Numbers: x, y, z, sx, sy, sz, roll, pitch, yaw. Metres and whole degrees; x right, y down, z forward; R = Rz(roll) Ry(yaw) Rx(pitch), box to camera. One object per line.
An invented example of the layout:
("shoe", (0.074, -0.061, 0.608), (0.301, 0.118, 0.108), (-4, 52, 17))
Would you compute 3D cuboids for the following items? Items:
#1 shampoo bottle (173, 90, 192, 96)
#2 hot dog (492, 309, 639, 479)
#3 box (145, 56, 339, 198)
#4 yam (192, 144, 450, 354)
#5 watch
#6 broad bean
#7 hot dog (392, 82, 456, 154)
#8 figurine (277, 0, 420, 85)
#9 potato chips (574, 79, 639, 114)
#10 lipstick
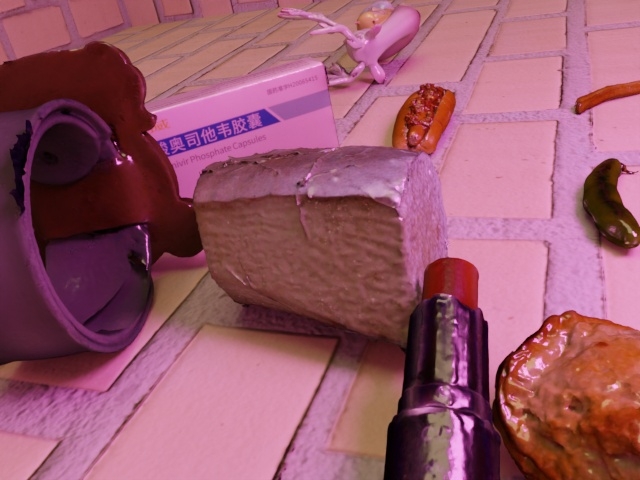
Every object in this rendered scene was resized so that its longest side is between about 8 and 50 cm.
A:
("shampoo bottle", (-0.280, -0.352, 1.476), (0.213, 0.049, 0.072), (6, 32, 29))
("hot dog", (0.252, 0.133, 0.390), (0.175, 0.114, 0.259), (-32, 21, -28))
("box", (-0.139, -0.142, 0.916), (0.344, 0.200, 0.065), (-21, 28, -16))
("yam", (0.002, -0.004, 0.650), (0.272, 0.202, 0.201), (1, 17, 24))
("watch", (-0.322, -0.037, 0.671), (0.315, 0.334, 0.327), (-8, 20, 5))
("broad bean", (0.372, -0.055, 0.746), (0.069, 0.039, 0.226), (9, 35, 22))
("hot dog", (0.189, -0.233, 1.078), (0.102, 0.076, 0.249), (-1, 32, 25))
("figurine", (0.074, -0.484, 1.461), (0.285, 0.206, 0.315), (9, 29, 22))
("potato chips", (0.546, -0.269, 1.063), (0.204, 0.026, 0.037), (-17, 33, -10))
("lipstick", (0.090, 0.134, 0.427), (0.081, 0.081, 0.299), (-2, 44, 17))
